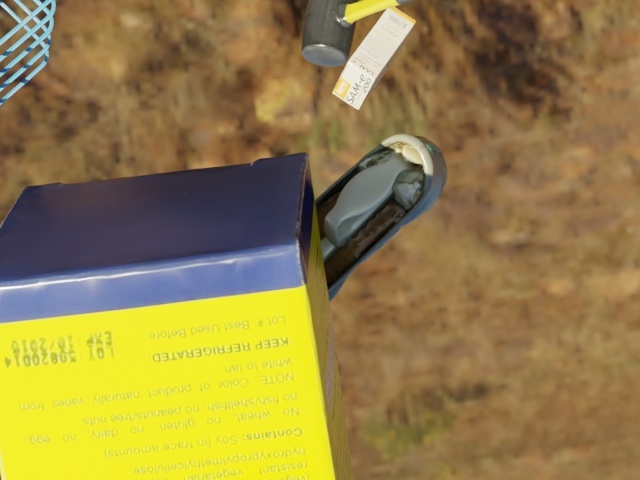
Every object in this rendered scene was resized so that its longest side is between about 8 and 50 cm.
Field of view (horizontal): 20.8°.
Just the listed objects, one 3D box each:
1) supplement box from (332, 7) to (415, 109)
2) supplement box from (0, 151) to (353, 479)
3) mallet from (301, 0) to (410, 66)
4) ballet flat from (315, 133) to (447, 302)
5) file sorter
[{"bbox_3d":[0.058,-0.195,1.858,0.036,0.098,0.062,33,149,2],"label":"supplement box"},{"bbox_3d":[-0.080,0.148,1.095,0.194,0.356,0.195,-6,-162,3],"label":"supplement box"},{"bbox_3d":[0.051,-0.165,1.244,0.039,0.062,0.190,22,165,-34],"label":"mallet"},{"bbox_3d":[0.000,0.000,1.247,0.213,0.072,0.068,-43,167,7],"label":"ballet flat"},{"bbox_3d":[-0.308,-0.197,1.567,0.118,0.104,0.170,-44,177,-20],"label":"file sorter"}]
